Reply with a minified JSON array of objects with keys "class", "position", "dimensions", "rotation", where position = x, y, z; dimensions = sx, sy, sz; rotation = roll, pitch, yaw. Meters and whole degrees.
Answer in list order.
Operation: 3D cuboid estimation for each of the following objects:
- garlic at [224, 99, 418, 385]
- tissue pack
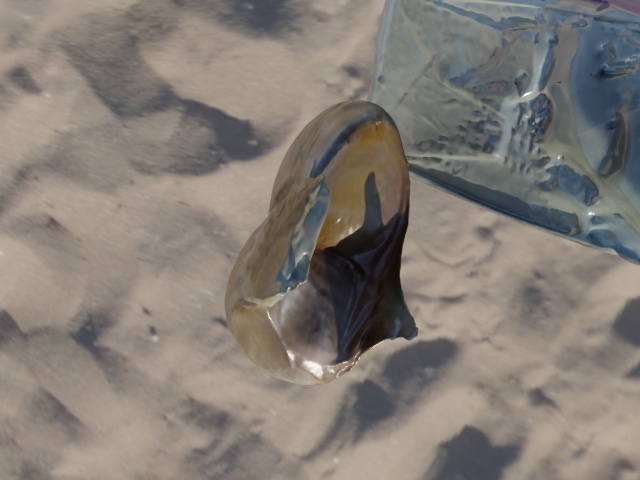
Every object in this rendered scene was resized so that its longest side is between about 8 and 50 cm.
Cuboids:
[{"class":"garlic","position":[0.003,0.002,0.769],"dimensions":[0.099,0.124,0.174],"rotation":[24,89,-25]},{"class":"tissue pack","position":[0.215,-0.120,0.906],"dimensions":[0.338,0.242,0.160],"rotation":[-27,130,-53]}]
